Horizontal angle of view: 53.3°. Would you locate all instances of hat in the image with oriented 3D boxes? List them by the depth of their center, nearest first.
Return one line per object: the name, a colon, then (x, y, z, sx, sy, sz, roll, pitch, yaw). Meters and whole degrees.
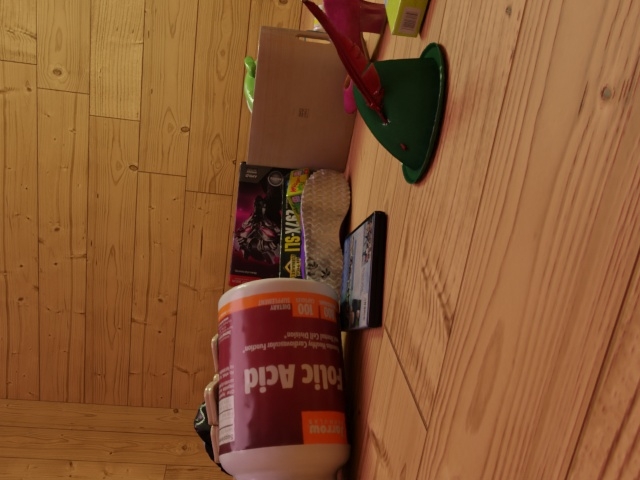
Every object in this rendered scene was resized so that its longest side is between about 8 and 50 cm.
hat: (0.048, -0.185, 0.818, 0.173, 0.183, 0.209, -105, 22, -70)

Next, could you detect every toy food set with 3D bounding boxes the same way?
toy food set: (-0.037, -0.290, 1.371, 0.092, 0.219, 0.306, -97, 14, -57)

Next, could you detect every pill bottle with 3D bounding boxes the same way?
pill bottle: (-0.064, 0.282, 1.099, 0.224, 0.223, 0.392, 113, 155, -65)
pill bottle: (0.003, -0.693, 2.003, 0.043, 0.043, 0.083, 139, 137, -79)

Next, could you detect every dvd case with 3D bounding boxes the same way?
dvd case: (0.068, 0.062, 1.090, 0.253, 0.022, 0.181, 131, 144, -77)

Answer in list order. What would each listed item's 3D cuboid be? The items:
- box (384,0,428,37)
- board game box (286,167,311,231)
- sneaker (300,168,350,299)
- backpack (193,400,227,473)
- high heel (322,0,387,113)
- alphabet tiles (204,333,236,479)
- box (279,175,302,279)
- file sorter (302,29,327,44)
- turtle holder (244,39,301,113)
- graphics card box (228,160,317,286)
box: (0.124, -0.383, 0.923, 0.178, 0.042, 0.109, -92, 12, -46)
board game box: (-0.022, -0.062, 1.431, 0.092, 0.043, 0.181, -83, -23, -48)
sneaker: (-0.001, 0.000, 1.335, 0.146, 0.102, 0.294, 114, 160, -69)
backpack: (-0.175, 0.529, 1.720, 0.273, 0.290, 0.356, -81, -4, -49)
high heel: (0.043, -0.343, 1.201, 0.244, 0.117, 0.082, 107, 166, -53)
alphabet tiles: (-0.166, 0.302, 1.230, 0.284, 0.021, 0.278, -48, -50, -79)
box: (-0.052, 0.037, 1.606, 0.257, 0.079, 0.322, 83, -174, -55)
file sorter: (0.004, -0.405, 1.543, 0.104, 0.118, 0.170, -89, 8, -53)
turtle holder: (-0.079, -0.400, 1.870, 0.320, 0.243, 0.227, 46, 164, 25)
graphics card box: (-0.137, -0.037, 1.871, 0.094, 0.232, 0.371, -107, 24, -80)
